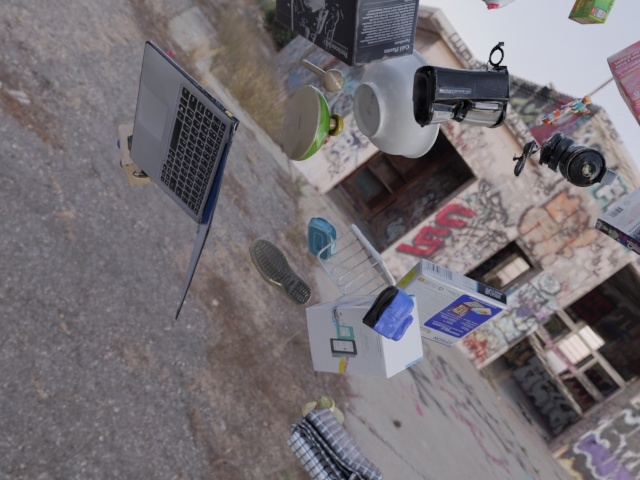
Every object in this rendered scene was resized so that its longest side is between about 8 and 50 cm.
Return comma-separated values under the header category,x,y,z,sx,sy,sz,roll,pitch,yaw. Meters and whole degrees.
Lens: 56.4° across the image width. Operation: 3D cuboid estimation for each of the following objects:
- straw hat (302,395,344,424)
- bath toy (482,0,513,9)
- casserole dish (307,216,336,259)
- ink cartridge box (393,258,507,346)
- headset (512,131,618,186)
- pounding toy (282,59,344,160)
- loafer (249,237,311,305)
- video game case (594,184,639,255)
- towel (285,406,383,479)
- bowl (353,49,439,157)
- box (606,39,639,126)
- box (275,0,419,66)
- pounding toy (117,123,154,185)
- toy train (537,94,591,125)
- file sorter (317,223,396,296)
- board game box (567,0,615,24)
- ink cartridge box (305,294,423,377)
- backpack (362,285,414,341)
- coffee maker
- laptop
category,x,y,z,sx,sy,sz,roll,pitch,yaw
straw hat,0.015,0.520,1.860,0.145,0.061,0.144,10,18,-3
bath toy,0.529,-0.872,1.859,0.151,0.129,0.348,24,-24,38
casserole dish,0.000,0.000,2.125,0.114,0.037,0.188,25,-41,23
ink cartridge box,0.368,0.206,1.877,0.304,0.307,0.072,21,53,-14
headset,0.823,-0.254,2.022,0.394,0.185,0.243,14,23,-32
pounding toy,0.002,-0.304,1.464,0.110,0.236,0.183,7,20,-31
loafer,-0.141,0.105,1.915,0.268,0.102,0.092,52,-23,-16
video game case,0.814,-0.044,1.414,0.210,0.232,0.042,41,-25,35
towel,0.039,0.513,1.418,0.235,0.121,0.283,49,-5,17
bowl,0.178,-0.354,1.588,0.298,0.134,0.297,45,-37,49
box,0.811,-0.390,1.295,0.154,0.300,0.142,33,38,-47
box,0.055,-0.602,1.320,0.343,0.179,0.312,45,-34,41
pounding toy,-0.508,-0.231,1.634,0.206,0.094,0.181,105,-25,-66
toy train,0.703,-0.361,1.701,0.046,0.125,0.166,57,2,-5
file sorter,0.137,0.121,2.062,0.193,0.173,0.277,54,-1,40
board game box,0.613,-0.563,1.287,0.043,0.181,0.092,18,16,-11
ink cartridge box,0.127,0.272,1.751,0.198,0.270,0.197,-11,95,-49
backpack,0.174,0.176,1.457,0.101,0.120,0.098,34,-6,-18
coffee maker,0.287,-0.319,1.239,0.120,0.178,0.171,146,-58,-69
laptop,-0.330,-0.117,1.261,0.408,0.236,0.382,43,-38,7
